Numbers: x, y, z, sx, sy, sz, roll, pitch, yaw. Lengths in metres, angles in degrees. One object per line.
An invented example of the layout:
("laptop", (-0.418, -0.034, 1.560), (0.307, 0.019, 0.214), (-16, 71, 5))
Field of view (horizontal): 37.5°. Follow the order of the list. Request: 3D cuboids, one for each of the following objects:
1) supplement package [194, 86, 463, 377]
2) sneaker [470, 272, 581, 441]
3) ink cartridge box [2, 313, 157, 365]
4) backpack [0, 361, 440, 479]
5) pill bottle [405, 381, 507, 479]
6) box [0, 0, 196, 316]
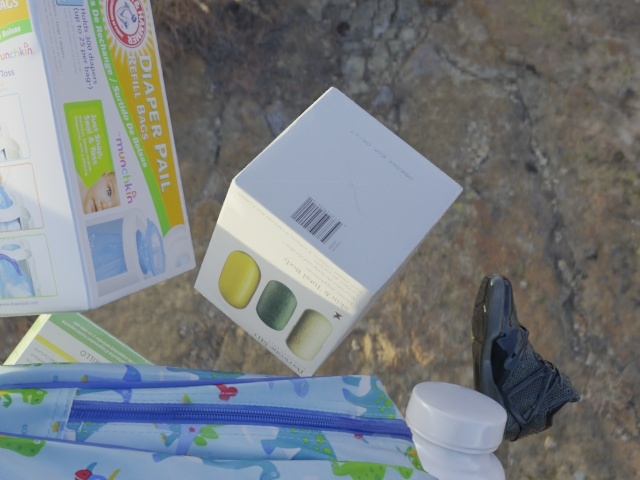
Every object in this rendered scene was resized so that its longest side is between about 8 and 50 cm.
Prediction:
("supplement package", (0.000, 0.000, 1.150), (0.199, 0.262, 0.198), (39, 57, 6))
("sneaker", (0.267, 0.151, 1.235), (0.130, 0.087, 0.227), (-5, 96, -3))
("ink cartridge box", (-0.226, 0.191, 0.802), (0.171, 0.056, 0.235), (39, 79, -18))
("backpack", (-0.093, 0.195, 0.533), (0.356, 0.290, 0.273), (12, 46, -2))
("pill bottle", (0.128, 0.312, 1.103), (0.152, 0.152, 0.271), (17, 103, 15))
("box", (-0.165, -0.065, 0.588), (0.103, 0.203, 0.114), (-4, 10, 27))
